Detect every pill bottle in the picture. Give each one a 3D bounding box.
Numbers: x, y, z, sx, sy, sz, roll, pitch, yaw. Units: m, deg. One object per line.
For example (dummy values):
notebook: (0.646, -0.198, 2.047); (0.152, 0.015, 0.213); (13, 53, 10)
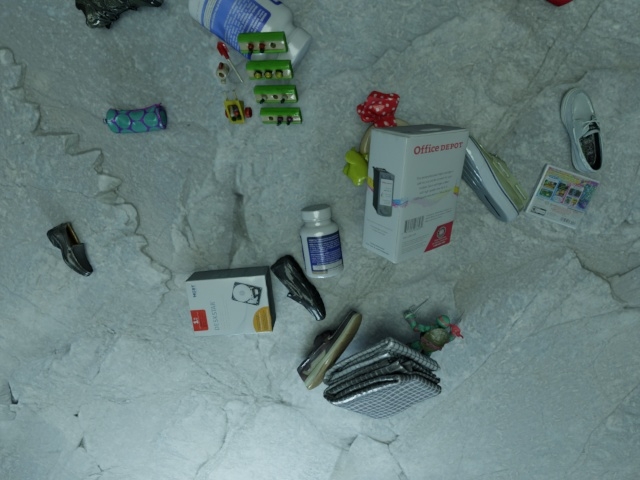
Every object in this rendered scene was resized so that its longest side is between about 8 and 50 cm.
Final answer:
pill bottle: (-0.161, -0.522, 0.982); (0.272, 0.152, 0.152); (35, 103, -8)
pill bottle: (0.000, 0.000, 1.142); (0.111, 0.112, 0.187); (-7, 106, 3)

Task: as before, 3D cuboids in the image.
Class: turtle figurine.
turtle figurine: (0.322, 0.279, 1.214); (0.175, 0.118, 0.234); (30, 111, -3)

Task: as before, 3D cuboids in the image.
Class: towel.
towel: (0.180, 0.413, 1.173); (0.235, 0.121, 0.283); (33, 127, -32)

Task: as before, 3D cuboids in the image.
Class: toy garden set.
toy garden set: (-0.165, -0.375, 0.999); (0.203, 0.049, 0.244); (4, 147, 12)

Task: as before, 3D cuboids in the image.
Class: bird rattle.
bird rattle: (0.167, -0.257, 1.087); (0.206, 0.143, 0.254); (22, 92, -16)

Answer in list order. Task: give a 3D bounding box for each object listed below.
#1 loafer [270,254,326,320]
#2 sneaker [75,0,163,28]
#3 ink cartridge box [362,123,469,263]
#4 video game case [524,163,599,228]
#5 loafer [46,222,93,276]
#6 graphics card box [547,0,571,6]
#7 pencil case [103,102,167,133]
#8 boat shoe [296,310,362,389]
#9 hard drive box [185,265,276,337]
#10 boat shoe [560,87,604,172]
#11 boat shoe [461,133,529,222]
loafer: (-0.063, 0.147, 1.206); (0.078, 0.076, 0.223); (-33, 98, 15)
sneaker: (-0.500, -0.579, 1.010); (0.227, 0.087, 0.130); (13, 107, 1)
ink cartridge box: (0.232, -0.125, 1.021); (0.226, 0.131, 0.306); (-15, 117, -34)
video game case: (0.672, -0.122, 1.141); (0.157, 0.019, 0.143); (18, 105, -3)
loafer: (-0.718, 0.028, 1.193); (0.061, 0.062, 0.170); (-32, 104, 4)
graphics card box: (0.562, -0.772, 0.927); (0.232, 0.094, 0.371); (23, 106, -4)
pencil case: (-0.489, -0.324, 1.088); (0.151, 0.064, 0.070); (-4, 122, 2)
boat shoe: (0.020, 0.320, 1.238); (0.092, 0.102, 0.285); (38, 105, 25)
hard drive box: (-0.259, 0.180, 1.209); (0.232, 0.089, 0.181); (-5, 105, 3)
boat shoe: (0.694, -0.285, 1.063); (0.079, 0.081, 0.228); (-18, 105, 6)
boat shoe: (0.449, -0.183, 1.098); (0.094, 0.109, 0.302); (-44, 110, -4)
